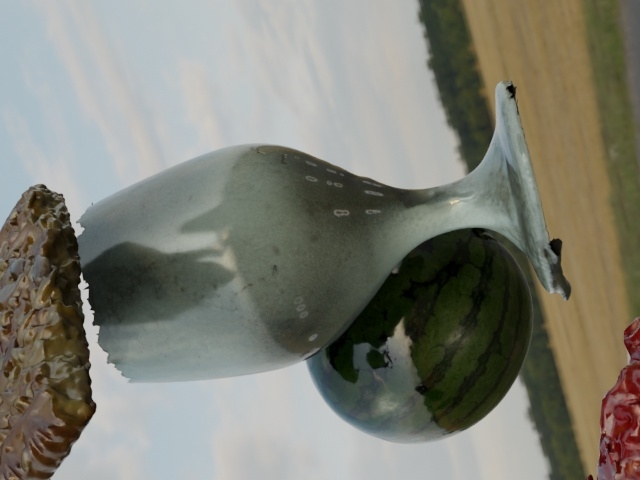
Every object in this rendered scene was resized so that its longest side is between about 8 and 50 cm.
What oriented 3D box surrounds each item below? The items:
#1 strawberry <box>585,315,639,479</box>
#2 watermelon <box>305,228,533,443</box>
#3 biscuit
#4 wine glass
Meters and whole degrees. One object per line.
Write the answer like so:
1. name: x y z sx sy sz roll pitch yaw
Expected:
1. strawberry: 0.192 0.110 0.625 0.174 0.098 0.228 -59 -29 -28
2. watermelon: 0.069 0.034 0.795 0.187 0.141 0.141 -61 -10 2
3. biscuit: -0.140 0.056 0.550 0.025 0.126 0.206 27 -164 -25
4. wine glass: 0.000 0.000 0.676 0.126 0.241 0.126 -14 -90 -83
